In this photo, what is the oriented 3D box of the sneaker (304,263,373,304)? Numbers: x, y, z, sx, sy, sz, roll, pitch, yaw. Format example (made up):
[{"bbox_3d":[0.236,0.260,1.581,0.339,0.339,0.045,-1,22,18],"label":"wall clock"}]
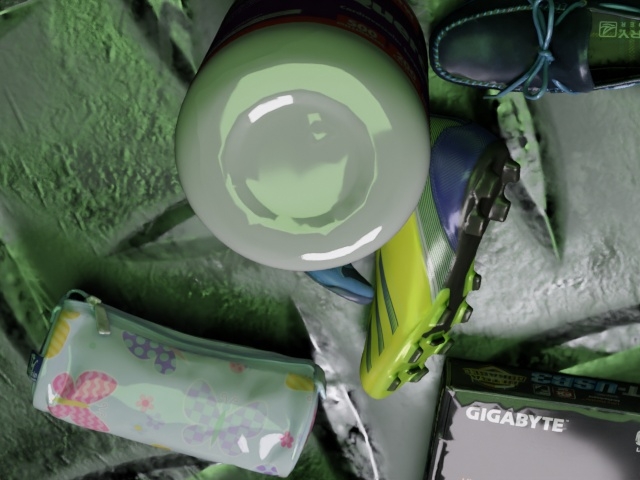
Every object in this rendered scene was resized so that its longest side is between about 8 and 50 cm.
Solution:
[{"bbox_3d":[0.000,0.000,1.292,0.144,0.053,0.059,43,96,11],"label":"sneaker"}]

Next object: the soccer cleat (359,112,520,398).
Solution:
[{"bbox_3d":[0.087,0.014,1.307,0.121,0.093,0.289,32,120,23],"label":"soccer cleat"}]

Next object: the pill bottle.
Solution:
[{"bbox_3d":[-0.004,-0.115,1.113,0.181,0.323,0.181,1,114,3],"label":"pill bottle"}]

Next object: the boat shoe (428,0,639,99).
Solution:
[{"bbox_3d":[0.219,-0.175,1.200,0.258,0.089,0.109,-9,112,8],"label":"boat shoe"}]

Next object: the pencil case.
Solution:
[{"bbox_3d":[-0.135,0.135,1.346,0.273,0.113,0.124,18,100,-4],"label":"pencil case"}]

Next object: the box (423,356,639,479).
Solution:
[{"bbox_3d":[0.244,0.276,1.405,0.295,0.073,0.293,8,114,0],"label":"box"}]
